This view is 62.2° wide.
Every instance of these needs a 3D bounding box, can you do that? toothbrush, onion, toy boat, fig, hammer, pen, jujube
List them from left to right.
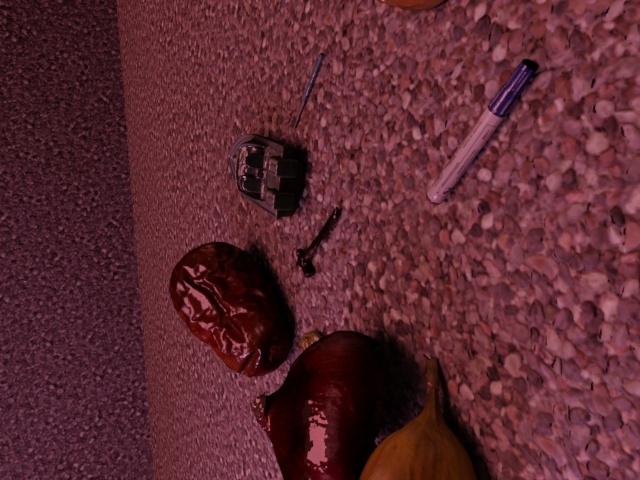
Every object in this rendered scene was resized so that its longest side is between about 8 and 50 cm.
[{"bbox_3d":[-0.200,0.151,1.175,0.342,0.216,0.216,43,132,32],"label":"jujube"},{"bbox_3d":[-0.132,-0.148,1.104,0.319,0.092,0.141,32,120,56],"label":"toy boat"},{"bbox_3d":[-0.028,-0.272,0.976,0.167,0.014,0.011,119,145,-45],"label":"toothbrush"},{"bbox_3d":[-0.005,0.268,0.788,0.272,0.195,0.272,8,-90,-85],"label":"onion"},{"bbox_3d":[0.000,0.000,0.968,0.178,0.021,0.065,-54,49,46],"label":"hammer"},{"bbox_3d":[0.130,0.276,0.685,0.159,0.159,0.257,-28,49,59],"label":"fig"},{"bbox_3d":[0.182,-0.119,0.616,0.025,0.025,0.204,65,144,32],"label":"pen"}]

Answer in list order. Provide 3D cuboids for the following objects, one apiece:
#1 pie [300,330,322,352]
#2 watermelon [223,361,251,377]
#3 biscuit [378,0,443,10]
[{"bbox_3d":[-0.012,0.213,1.017,0.084,0.021,0.084,13,106,55],"label":"pie"},{"bbox_3d":[-0.189,0.268,1.265,0.109,0.109,0.109,15,108,59],"label":"watermelon"},{"bbox_3d":[0.115,-0.494,0.638,0.365,0.062,0.385,50,135,47],"label":"biscuit"}]
